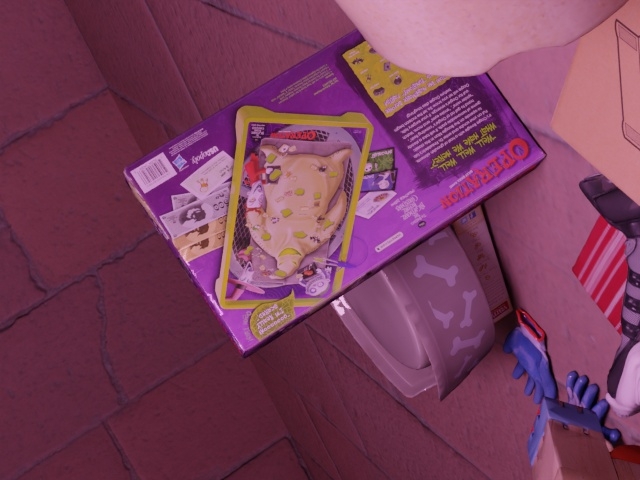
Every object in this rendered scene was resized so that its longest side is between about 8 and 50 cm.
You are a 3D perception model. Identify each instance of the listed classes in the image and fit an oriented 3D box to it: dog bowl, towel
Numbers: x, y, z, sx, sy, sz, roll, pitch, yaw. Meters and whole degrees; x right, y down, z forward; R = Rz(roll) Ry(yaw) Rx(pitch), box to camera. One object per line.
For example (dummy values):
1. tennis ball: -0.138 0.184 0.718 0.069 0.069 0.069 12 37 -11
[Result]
1. dog bowl: 0.077 0.030 1.570 0.349 0.102 0.349 54 168 18
2. towel: 0.332 0.094 1.172 0.275 0.031 0.199 54 166 18

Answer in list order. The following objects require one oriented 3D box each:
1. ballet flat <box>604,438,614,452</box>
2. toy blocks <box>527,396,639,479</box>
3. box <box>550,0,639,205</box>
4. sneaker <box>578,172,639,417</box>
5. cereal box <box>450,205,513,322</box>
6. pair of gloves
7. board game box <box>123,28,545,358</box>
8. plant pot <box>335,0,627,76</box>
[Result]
1. ballet flat: 0.310 0.254 1.544 0.173 0.049 0.057 113 145 -71
2. toy blocks: 0.306 0.240 1.028 0.261 0.381 0.191 -71 -3 -75
3. box: 0.241 -0.114 0.899 0.164 0.021 0.201 49 142 36
4. sneaker: 0.267 0.020 1.045 0.153 0.101 0.269 56 150 28
5. cereal box: 0.136 -0.029 1.549 0.173 0.047 0.240 42 160 50
6. pair of gloves: 0.280 0.175 1.557 0.198 0.023 0.159 50 165 31
7. board game box: 0.015 -0.068 1.254 0.208 0.347 0.056 55 167 13
8. plant pot: 0.060 -0.277 0.781 0.334 0.334 0.305 42 170 49
